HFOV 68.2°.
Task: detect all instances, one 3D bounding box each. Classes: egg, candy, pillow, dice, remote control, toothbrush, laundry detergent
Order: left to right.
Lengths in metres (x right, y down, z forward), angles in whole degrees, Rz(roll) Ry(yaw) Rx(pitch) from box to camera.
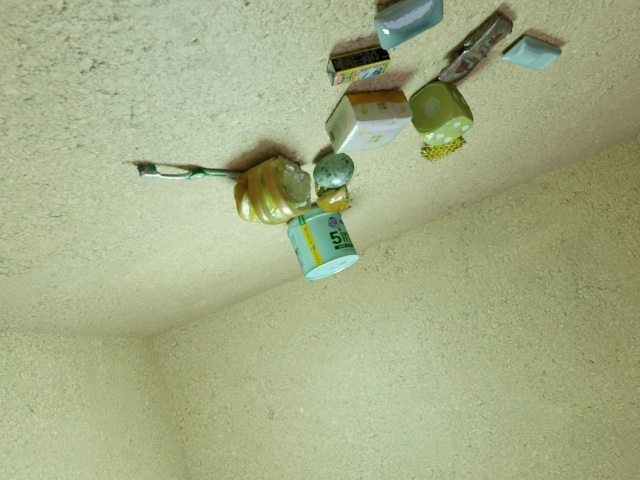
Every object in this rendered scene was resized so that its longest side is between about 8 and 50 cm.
[{"bbox_3d":[-0.398,-0.214,1.546,0.418,0.040,0.042,-5,153,-49],"label":"toothbrush"},{"bbox_3d":[0.000,0.000,2.324,0.287,0.305,0.287,-21,165,-6],"label":"laundry detergent"},{"bbox_3d":[0.048,-0.268,1.812,0.172,0.132,0.132,-18,169,31],"label":"egg"},{"bbox_3d":[0.223,-0.556,1.184,0.174,0.071,0.138,-25,165,11],"label":"candy"},{"bbox_3d":[0.419,-0.444,1.655,0.166,0.169,0.169,-31,162,33],"label":"dice"},{"bbox_3d":[0.479,-0.592,1.468,0.135,0.049,0.248,-8,155,-45],"label":"pillow"},{"bbox_3d":[0.741,-0.643,1.649,0.293,0.051,0.103,-10,160,-41],"label":"remote control"}]

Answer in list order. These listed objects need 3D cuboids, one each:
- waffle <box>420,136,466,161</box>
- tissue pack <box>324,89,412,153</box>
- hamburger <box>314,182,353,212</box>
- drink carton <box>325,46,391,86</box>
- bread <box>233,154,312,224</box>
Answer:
[{"bbox_3d":[0.531,-0.423,2.078,0.197,0.070,0.193,-2,155,-46],"label":"waffle"},{"bbox_3d":[0.158,-0.390,1.559,0.225,0.124,0.185,-13,164,-28],"label":"tissue pack"},{"bbox_3d":[0.057,-0.192,2.060,0.157,0.144,0.283,-23,167,3],"label":"hamburger"},{"bbox_3d":[0.104,-0.483,1.304,0.166,0.056,0.071,-18,172,-13],"label":"drink carton"},{"bbox_3d":[-0.170,-0.155,1.719,0.270,0.211,0.316,-26,168,15],"label":"bread"}]
